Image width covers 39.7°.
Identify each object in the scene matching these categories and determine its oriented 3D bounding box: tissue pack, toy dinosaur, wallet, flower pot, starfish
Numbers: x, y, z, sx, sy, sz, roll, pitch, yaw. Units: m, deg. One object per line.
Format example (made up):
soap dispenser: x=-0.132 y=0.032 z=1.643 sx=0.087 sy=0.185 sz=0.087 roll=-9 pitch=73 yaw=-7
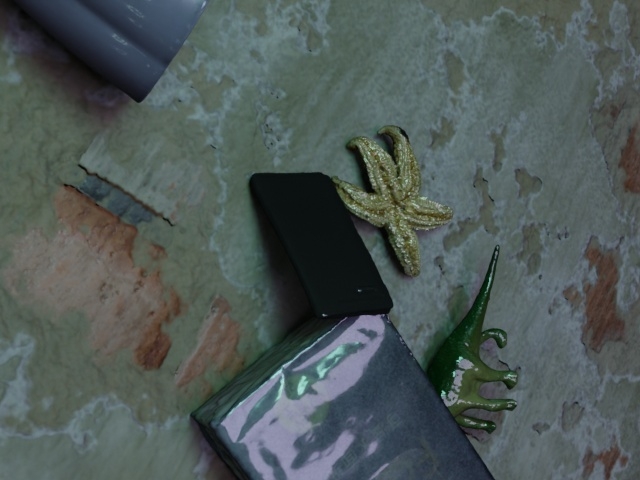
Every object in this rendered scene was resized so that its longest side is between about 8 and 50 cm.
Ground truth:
tissue pack: x=0.052 y=0.306 z=1.214 sx=0.288 sy=0.124 sz=0.394 roll=-37 pitch=102 yaw=-19
toy dinosaur: x=0.153 y=0.217 z=1.356 sx=0.301 sy=0.087 sz=0.447 roll=6 pitch=84 yaw=-17
wallet: x=0.000 y=0.000 z=1.182 sx=0.124 sy=0.025 sz=0.244 roll=-3 pitch=52 yaw=-33
flower pot: x=-0.237 y=-0.331 z=0.995 sx=0.243 sy=0.265 sz=0.265 roll=33 pitch=73 yaw=-16
starfish: x=0.121 y=-0.054 z=1.329 sx=0.216 sy=0.071 sz=0.238 roll=-15 pitch=105 yaw=-27
